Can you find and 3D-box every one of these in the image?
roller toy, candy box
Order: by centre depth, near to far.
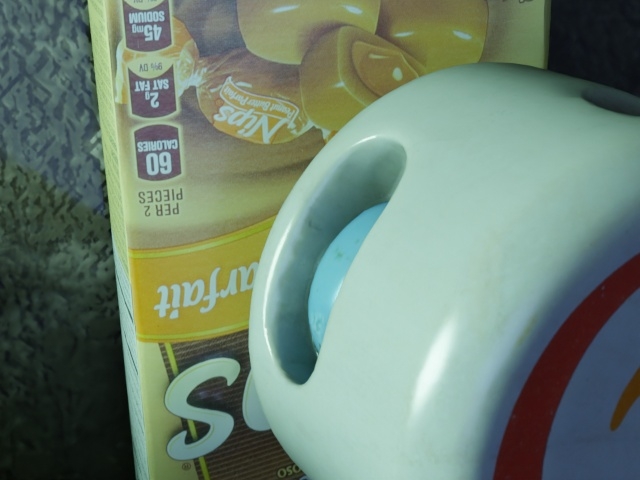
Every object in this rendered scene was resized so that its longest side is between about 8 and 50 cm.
[{"bbox_3d":[0.080,0.034,0.409,0.209,0.146,0.191,-27,121,-19],"label":"roller toy"},{"bbox_3d":[0.000,0.000,0.501,0.183,0.087,0.316,-7,112,-14],"label":"candy box"}]
